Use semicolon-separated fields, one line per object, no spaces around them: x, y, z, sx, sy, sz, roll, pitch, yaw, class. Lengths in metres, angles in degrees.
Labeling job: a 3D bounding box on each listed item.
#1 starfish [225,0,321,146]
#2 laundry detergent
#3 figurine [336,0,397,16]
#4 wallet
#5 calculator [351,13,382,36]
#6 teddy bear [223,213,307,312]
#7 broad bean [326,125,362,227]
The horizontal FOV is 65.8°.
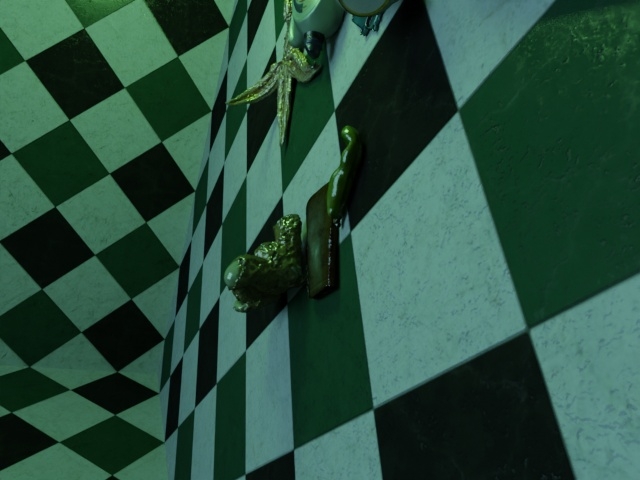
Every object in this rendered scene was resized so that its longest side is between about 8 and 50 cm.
-0.125;-0.529;1.507;0.398;0.132;0.384;-45;48;29;starfish
-0.016;-0.608;1.299;0.214;0.105;0.281;-2;80;54;laundry detergent
0.087;-0.521;0.944;0.142;0.189;0.264;-55;17;38;figurine
0.000;0.000;1.112;0.137;0.031;0.256;142;134;-58;wallet
0.105;-0.505;1.095;0.141;0.019;0.094;-115;41;-51;calculator
-0.135;0.080;1.239;0.267;0.156;0.256;-46;5;-32;teddy bear
0.046;-0.133;1.037;0.070;0.048;0.214;21;102;60;broad bean
